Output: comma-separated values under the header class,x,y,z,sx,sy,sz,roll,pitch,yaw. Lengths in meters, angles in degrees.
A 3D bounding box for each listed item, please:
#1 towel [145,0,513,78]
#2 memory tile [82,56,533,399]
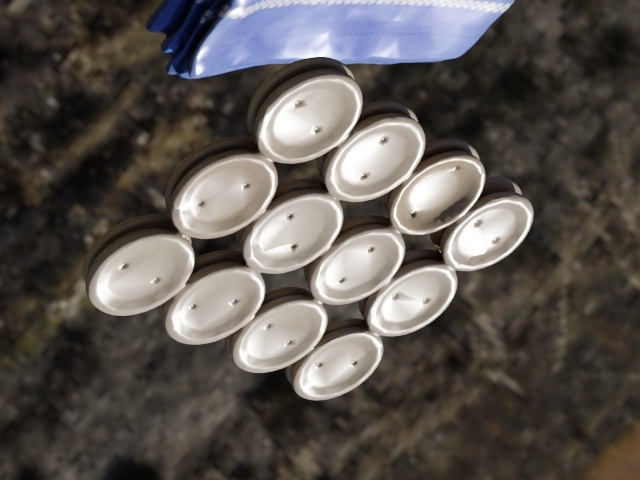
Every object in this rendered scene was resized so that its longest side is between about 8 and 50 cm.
class,x,y,z,sx,sy,sz,roll,pitch,yaw
towel,0.101,-0.174,0.828,0.336,0.040,0.243,-38,161,35
memory tile,0.000,0.000,0.632,0.113,0.012,0.148,-43,141,15
